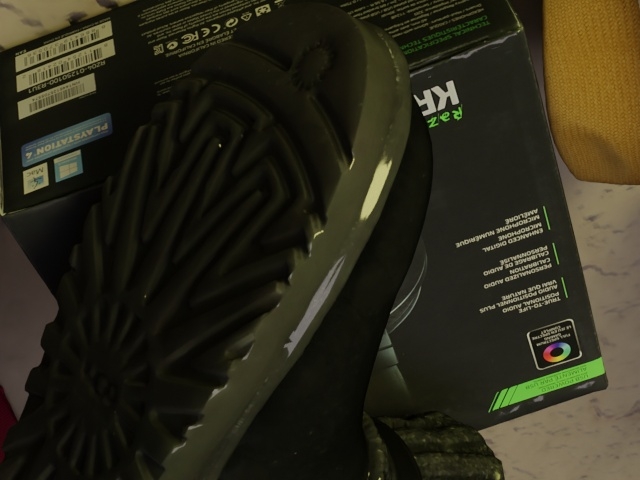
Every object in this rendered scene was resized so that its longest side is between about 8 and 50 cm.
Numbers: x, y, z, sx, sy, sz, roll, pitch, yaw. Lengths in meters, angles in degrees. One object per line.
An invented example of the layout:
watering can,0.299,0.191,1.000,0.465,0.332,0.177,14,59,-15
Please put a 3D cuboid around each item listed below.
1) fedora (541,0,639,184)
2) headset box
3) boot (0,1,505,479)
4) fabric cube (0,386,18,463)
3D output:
fedora,0.147,-0.088,0.675,0.079,0.194,0.194,-9,136,14
headset box,0.000,0.000,0.740,0.246,0.131,0.283,-19,135,3
boot,0.007,0.081,0.629,0.260,0.131,0.348,13,113,-41
fabric cube,-0.292,0.182,0.744,0.254,0.258,0.259,-16,134,-1
